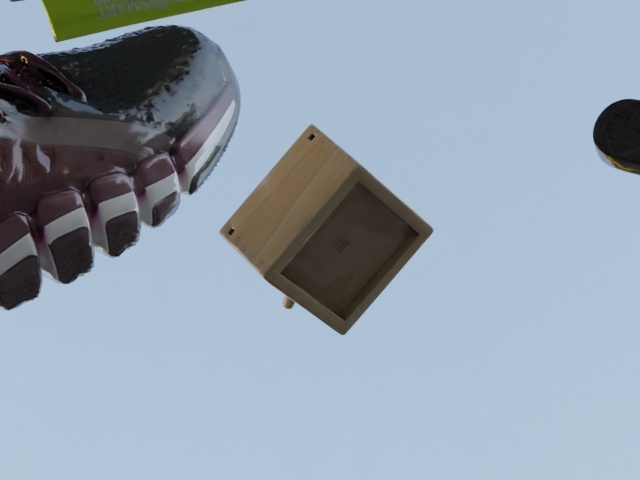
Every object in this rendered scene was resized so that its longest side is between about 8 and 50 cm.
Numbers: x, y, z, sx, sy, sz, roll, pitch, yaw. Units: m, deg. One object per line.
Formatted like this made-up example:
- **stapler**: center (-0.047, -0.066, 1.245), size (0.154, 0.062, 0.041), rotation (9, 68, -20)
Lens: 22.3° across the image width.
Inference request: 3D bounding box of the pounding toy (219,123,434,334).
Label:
- **pounding toy**: center (0.000, 0.000, 1.258), size (0.130, 0.100, 0.141), rotation (-49, -44, 3)

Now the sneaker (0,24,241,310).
- **sneaker**: center (-0.150, -0.054, 0.595), size (0.106, 0.281, 0.162), rotation (14, -49, 42)

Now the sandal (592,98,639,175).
- **sandal**: center (0.382, -0.086, 1.546), size (0.254, 0.097, 0.054), rotation (9, -27, 22)

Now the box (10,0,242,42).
- **box**: center (-0.122, -0.192, 1.151), size (0.178, 0.109, 0.042), rotation (-11, -60, 6)
